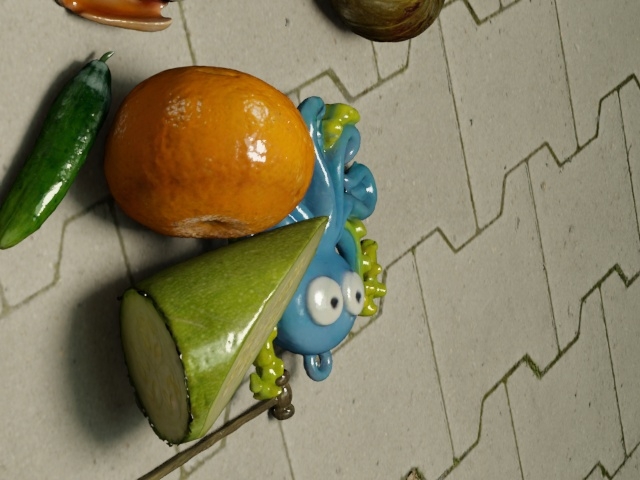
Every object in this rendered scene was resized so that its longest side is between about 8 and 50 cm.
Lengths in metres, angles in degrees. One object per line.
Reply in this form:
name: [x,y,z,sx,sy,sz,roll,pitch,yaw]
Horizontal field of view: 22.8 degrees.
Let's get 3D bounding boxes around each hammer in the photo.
hammer: [-0.122,0.222,1.794,0.292,0.029,0.058,-28,112,-50]

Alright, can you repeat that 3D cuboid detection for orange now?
orange: [-0.113,-0.093,1.627,0.224,0.224,0.170,16,65,-55]

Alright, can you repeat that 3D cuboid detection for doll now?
doll: [0.000,0.000,1.889,0.346,0.098,0.341,-13,105,-59]

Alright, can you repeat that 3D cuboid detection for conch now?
conch: [-0.192,-0.267,1.615,0.176,0.094,0.104,-30,155,-47]

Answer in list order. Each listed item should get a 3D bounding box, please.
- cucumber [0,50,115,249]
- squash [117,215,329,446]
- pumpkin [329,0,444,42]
cucumber: [-0.253,-0.095,1.563,0.056,0.056,0.250,50,52,-44]
squash: [-0.067,0.089,1.664,0.260,0.189,0.189,-17,106,-28]
pumpkin: [0.078,-0.350,1.963,0.219,0.162,0.219,18,90,-77]
